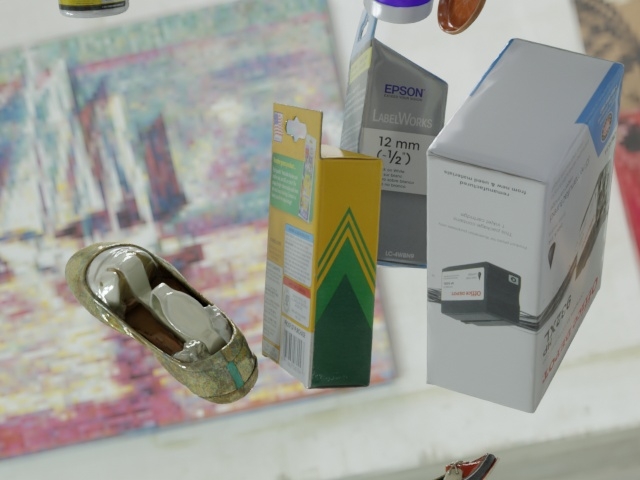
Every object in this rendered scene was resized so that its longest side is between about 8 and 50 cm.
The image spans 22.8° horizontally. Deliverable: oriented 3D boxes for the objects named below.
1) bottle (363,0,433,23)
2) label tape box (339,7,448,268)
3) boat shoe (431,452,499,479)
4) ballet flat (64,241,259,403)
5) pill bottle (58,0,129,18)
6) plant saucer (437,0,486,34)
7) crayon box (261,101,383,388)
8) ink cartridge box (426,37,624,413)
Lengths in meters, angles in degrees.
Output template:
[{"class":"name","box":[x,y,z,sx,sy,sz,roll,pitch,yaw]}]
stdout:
[{"class":"bottle","box":[0.082,-0.325,1.394,0.092,0.118,0.282,-90,5,-49]},{"class":"label tape box","box":[0.091,-0.138,2.076,0.249,0.115,0.347,169,110,-84]},{"class":"boat shoe","box":[0.164,0.291,1.924,0.043,0.137,0.049,47,-140,3]},{"class":"ballet flat","box":[-0.213,0.079,2.035,0.348,0.123,0.123,37,160,32]},{"class":"pill bottle","box":[-0.331,-0.416,2.274,0.103,0.103,0.184,-87,-5,-74]},{"class":"plant saucer","box":[0.152,-0.256,1.670,0.083,0.013,0.083,-38,43,47]},{"class":"crayon box","box":[0.000,0.000,1.916,0.203,0.083,0.322,-155,67,-70]},{"class":"ink cartridge box","box":[0.206,-0.013,1.625,0.223,0.129,0.307,-53,-29,-43]}]
